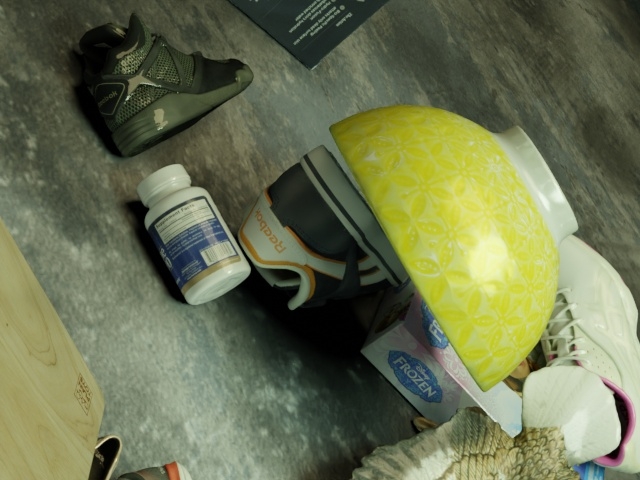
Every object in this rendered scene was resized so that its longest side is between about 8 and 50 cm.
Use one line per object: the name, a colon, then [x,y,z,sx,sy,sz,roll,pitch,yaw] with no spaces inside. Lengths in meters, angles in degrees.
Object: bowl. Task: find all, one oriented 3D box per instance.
bowl: [0.145,-0.020,1.265,0.289,0.156,0.289,59,4,-6]

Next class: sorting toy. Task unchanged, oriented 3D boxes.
sorting toy: [-0.246,0.106,0.847,0.255,0.089,0.257,-87,159,-54]

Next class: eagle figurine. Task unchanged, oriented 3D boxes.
eagle figurine: [0.160,0.261,1.230,0.298,0.226,0.225,-29,103,-65]

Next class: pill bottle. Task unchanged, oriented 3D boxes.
pill bottle: [-0.120,-0.007,1.238,0.067,0.067,0.120,-11,67,-57]

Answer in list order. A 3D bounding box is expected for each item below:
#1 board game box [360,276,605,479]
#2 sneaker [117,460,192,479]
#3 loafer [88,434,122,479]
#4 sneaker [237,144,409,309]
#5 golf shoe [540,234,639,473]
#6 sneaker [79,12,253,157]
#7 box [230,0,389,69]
board game box: [0.207,0.135,1.542,0.318,0.066,0.318,46,31,-12]
sneaker: [-0.123,0.241,1.003,0.065,0.061,0.157,1,52,-21]
loafer: [-0.180,0.185,0.980,0.045,0.039,0.125,45,31,-15]
sneaker: [0.000,0.000,1.361,0.126,0.127,0.321,54,4,20]
golf shoe: [0.296,0.119,1.508,0.140,0.115,0.306,-8,65,-53]
sneaker: [-0.154,-0.173,1.347,0.130,0.087,0.227,59,35,-2]
box: [-0.011,-0.321,1.633,0.158,0.156,0.093,39,32,-23]
